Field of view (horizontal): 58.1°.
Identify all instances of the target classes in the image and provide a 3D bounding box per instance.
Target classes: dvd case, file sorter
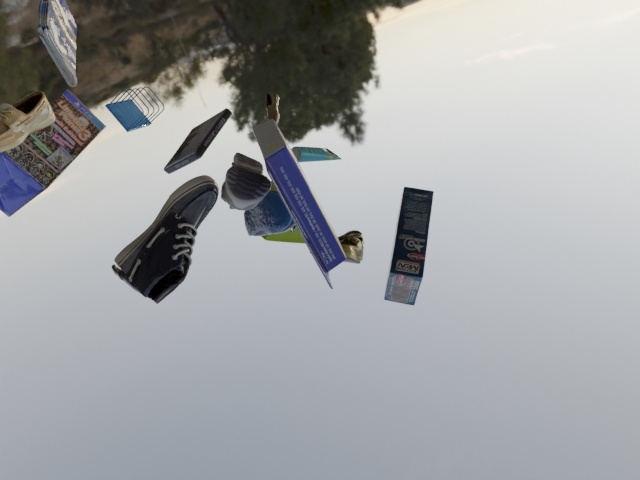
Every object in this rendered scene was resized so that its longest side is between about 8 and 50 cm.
[{"bbox_3d":[-0.369,-0.294,1.722,0.239,0.029,0.179,-9,-134,53],"label":"dvd case"},{"bbox_3d":[-0.662,-0.481,2.081,0.104,0.118,0.170,-37,-172,22],"label":"file sorter"}]

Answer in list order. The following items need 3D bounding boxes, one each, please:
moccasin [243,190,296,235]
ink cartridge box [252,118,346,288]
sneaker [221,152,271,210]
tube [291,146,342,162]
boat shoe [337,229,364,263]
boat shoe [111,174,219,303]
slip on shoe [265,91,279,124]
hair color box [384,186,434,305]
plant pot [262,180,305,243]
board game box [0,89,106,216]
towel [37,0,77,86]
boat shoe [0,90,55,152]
[{"bbox_3d":[-0.120,-0.087,1.648,0.117,0.137,0.342,-12,-176,-26],"label":"moccasin"},{"bbox_3d":[-0.040,-0.091,1.261,0.072,0.303,0.307,-28,-151,0],"label":"ink cartridge box"},{"bbox_3d":[-0.182,-0.114,1.354,0.105,0.115,0.281,22,-162,-11],"label":"sneaker"},{"bbox_3d":[-0.017,-0.292,1.955,0.080,0.052,0.207,44,-149,25],"label":"tube"},{"bbox_3d":[0.072,0.014,1.627,0.105,0.089,0.285,9,-178,7],"label":"boat shoe"},{"bbox_3d":[-0.347,0.003,1.427,0.340,0.127,0.158,-49,-123,-2],"label":"boat shoe"},{"bbox_3d":[-0.170,-0.452,1.994,0.051,0.041,0.135,-15,-116,42],"label":"slip on shoe"},{"bbox_3d":[0.287,0.014,1.867,0.105,0.173,0.347,10,-125,6],"label":"hair color box"},{"bbox_3d":[-0.154,-0.126,2.405,0.228,0.207,0.227,3,-158,-32],"label":"plant pot"},{"bbox_3d":[-0.774,-0.239,1.583,0.232,0.141,0.291,-22,-148,36],"label":"board game box"},{"bbox_3d":[-0.753,-0.612,1.673,0.034,0.209,0.285,-12,-123,-3],"label":"towel"},{"bbox_3d":[-0.495,-0.192,0.920,0.063,0.059,0.170,9,-144,10],"label":"boat shoe"}]
